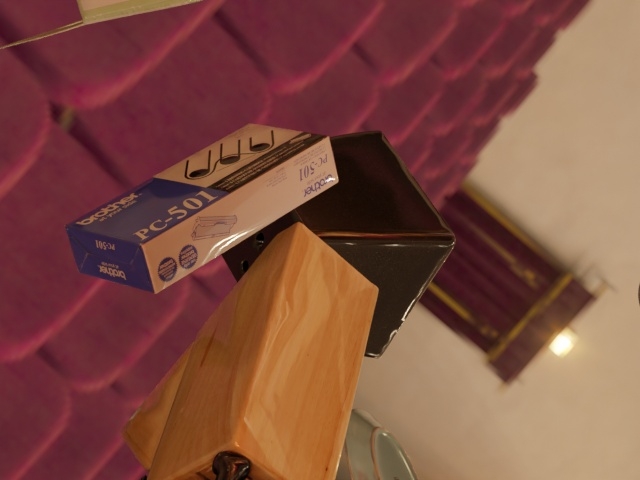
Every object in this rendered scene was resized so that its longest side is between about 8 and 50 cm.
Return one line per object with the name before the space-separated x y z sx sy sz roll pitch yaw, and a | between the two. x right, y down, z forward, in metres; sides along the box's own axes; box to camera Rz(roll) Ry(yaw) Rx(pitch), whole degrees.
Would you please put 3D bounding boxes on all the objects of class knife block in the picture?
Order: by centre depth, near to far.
knife block | -0.037 0.137 1.044 0.276 0.088 0.242 -51 -156 -4

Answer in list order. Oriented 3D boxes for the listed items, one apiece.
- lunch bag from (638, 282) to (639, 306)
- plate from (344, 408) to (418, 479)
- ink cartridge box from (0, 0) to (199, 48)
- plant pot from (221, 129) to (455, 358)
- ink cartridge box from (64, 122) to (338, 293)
lunch bag | 0.543 0.074 1.990 0.108 0.279 0.224 -34 -154 48
plate | 0.081 0.274 1.760 0.024 0.188 0.188 -25 -177 17
ink cartridge box | -0.112 -0.193 1.099 0.235 0.056 0.171 -2 -161 43
plant pot | 0.000 0.000 1.693 0.167 0.188 0.187 4 131 -37
ink cartridge box | -0.091 -0.030 1.240 0.097 0.046 0.207 13 -145 43
